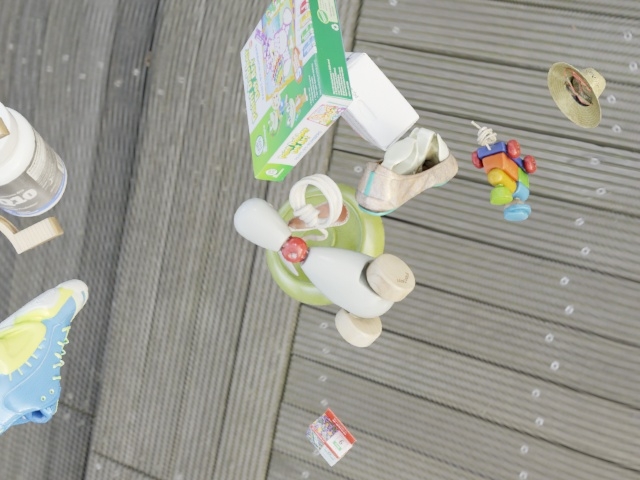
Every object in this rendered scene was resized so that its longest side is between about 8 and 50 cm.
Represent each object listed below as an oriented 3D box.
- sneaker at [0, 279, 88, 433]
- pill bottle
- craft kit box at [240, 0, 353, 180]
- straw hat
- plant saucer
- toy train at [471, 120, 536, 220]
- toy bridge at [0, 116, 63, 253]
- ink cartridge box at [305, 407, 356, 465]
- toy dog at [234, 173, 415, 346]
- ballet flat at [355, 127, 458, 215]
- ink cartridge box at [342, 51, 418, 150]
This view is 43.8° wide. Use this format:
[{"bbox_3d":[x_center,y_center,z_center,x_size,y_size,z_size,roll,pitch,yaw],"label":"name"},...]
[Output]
[{"bbox_3d":[-0.350,0.150,0.971,0.091,0.240,0.126,-29,101,40],"label":"sneaker"},{"bbox_3d":[-0.291,-0.076,0.730,0.078,0.137,0.078,0,75,1],"label":"pill bottle"},{"bbox_3d":[-0.046,-0.258,1.234,0.246,0.061,0.250,134,133,-55],"label":"craft kit box"},{"bbox_3d":[0.483,-0.279,1.449,0.061,0.144,0.144,-37,78,-8],"label":"straw hat"},{"bbox_3d":[0.000,0.000,1.501,0.241,0.037,0.241,-6,73,19],"label":"plant saucer"},{"bbox_3d":[0.382,-0.143,1.723,0.105,0.248,0.143,-16,63,33],"label":"toy train"},{"bbox_3d":[-0.269,-0.074,0.603,0.063,0.026,0.188,-27,98,-2],"label":"toy bridge"},{"bbox_3d":[0.013,0.285,1.151,0.029,0.115,0.063,-37,75,-21],"label":"ink cartridge box"},{"bbox_3d":[0.022,0.022,1.399,0.220,0.161,0.334,-30,104,27],"label":"toy dog"},{"bbox_3d":[0.170,-0.140,1.425,0.107,0.316,0.106,19,120,24],"label":"ballet flat"},{"bbox_3d":[0.087,-0.290,1.631,0.100,0.237,0.172,-43,106,3],"label":"ink cartridge box"}]
